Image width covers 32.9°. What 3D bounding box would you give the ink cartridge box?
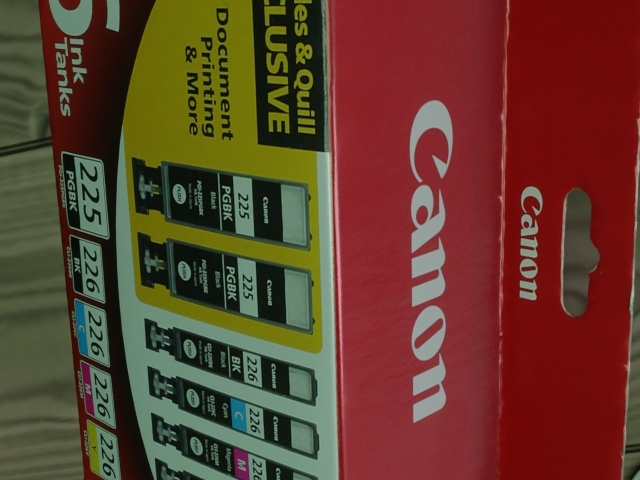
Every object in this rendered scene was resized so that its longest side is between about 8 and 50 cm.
[{"bbox_3d":[0.000,0.000,0.519,0.272,0.130,0.309,11,110,42],"label":"ink cartridge box"}]

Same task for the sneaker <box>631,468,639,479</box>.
[{"bbox_3d":[0.241,0.135,0.598,0.170,0.071,0.068,-37,95,19],"label":"sneaker"}]
